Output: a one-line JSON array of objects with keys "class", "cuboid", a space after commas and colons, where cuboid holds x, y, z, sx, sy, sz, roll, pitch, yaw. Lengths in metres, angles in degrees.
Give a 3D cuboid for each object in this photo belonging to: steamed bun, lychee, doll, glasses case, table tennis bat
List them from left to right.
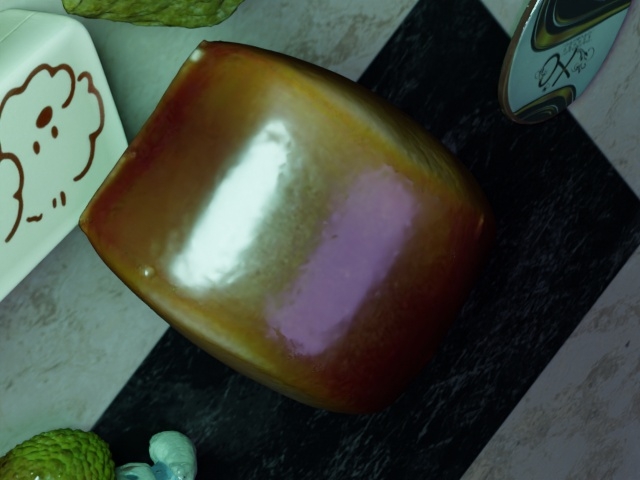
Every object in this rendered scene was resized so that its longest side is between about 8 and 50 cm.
[{"class": "glasses case", "cuboid": [-0.264, -0.012, 1.039, 0.336, 0.076, 0.144, -51, 141, -36]}, {"class": "lychee", "cuboid": [-0.234, 0.225, 1.347, 0.146, 0.114, 0.114, -48, 149, -38]}, {"class": "doll", "cuboid": [-0.185, 0.254, 1.434, 0.214, 0.103, 0.071, -40, 121, -29]}, {"class": "steamed bun", "cuboid": [0.000, 0.000, 1.223, 0.235, 0.248, 0.379, -56, 167, 0]}, {"class": "table tennis bat", "cuboid": [0.268, -0.251, 1.578, 0.173, 0.022, 0.301, -4, 125, -47]}]

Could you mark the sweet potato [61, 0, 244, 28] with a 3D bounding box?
[{"class": "sweet potato", "cuboid": [-0.101, -0.300, 1.020, 0.158, 0.158, 0.369, -18, 125, -39]}]
